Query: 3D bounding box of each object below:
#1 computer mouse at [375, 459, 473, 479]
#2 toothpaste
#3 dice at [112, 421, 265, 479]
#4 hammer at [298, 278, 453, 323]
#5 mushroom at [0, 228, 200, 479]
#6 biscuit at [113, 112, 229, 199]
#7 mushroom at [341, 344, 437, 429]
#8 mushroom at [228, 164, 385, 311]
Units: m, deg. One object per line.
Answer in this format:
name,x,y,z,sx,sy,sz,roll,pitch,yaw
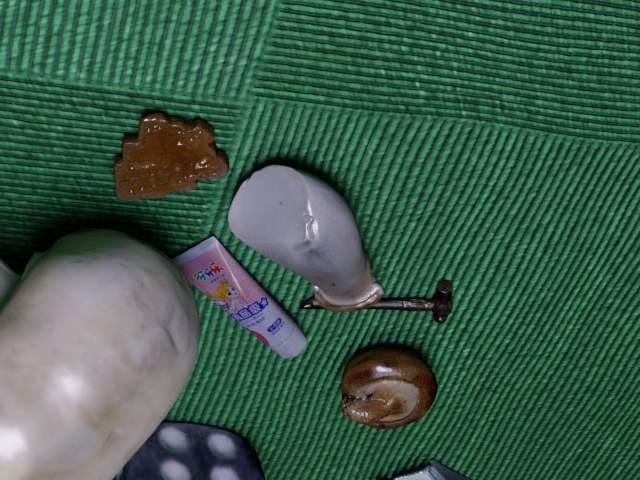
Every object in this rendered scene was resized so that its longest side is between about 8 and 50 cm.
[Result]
computer mouse,0.160,0.372,2.103,0.126,0.071,0.231,-34,132,26
toothpaste,-0.085,0.065,1.744,0.067,0.043,0.194,-28,130,23
dice,-0.174,0.344,1.935,0.181,0.182,0.183,9,137,-20
hammer,0.064,0.070,1.788,0.178,0.021,0.065,2,138,-7
mushroom,-0.291,0.131,1.563,0.353,0.325,0.353,-8,129,-10
biscuit,-0.161,-0.082,1.578,0.130,0.019,0.119,-32,134,25
mushroom,0.081,0.179,1.860,0.127,0.087,0.127,-2,141,-1
mushroom,0.000,0.000,1.654,0.116,0.093,0.225,-14,150,30
